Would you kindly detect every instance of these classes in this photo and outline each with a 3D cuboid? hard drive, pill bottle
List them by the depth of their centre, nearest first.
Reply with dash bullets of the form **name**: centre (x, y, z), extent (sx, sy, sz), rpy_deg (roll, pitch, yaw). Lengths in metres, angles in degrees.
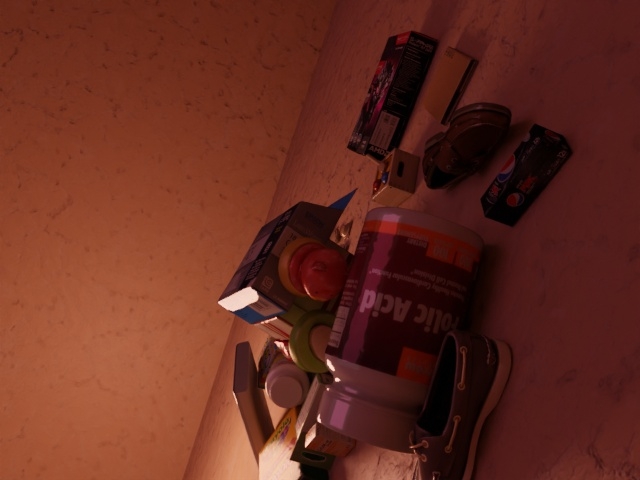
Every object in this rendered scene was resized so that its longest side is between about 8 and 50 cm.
- **pill bottle**: centre (0.136, 0.156, 1.175), extent (0.224, 0.224, 0.392), rpy_deg (170, 117, -74)
- **pill bottle**: centre (-0.084, 0.371, 1.759), extent (0.215, 0.117, 0.117), rpy_deg (-76, 6, -84)
- **hard drive**: centre (-0.191, 0.509, 1.948), extent (0.233, 0.047, 0.353), rpy_deg (-100, -2, -63)

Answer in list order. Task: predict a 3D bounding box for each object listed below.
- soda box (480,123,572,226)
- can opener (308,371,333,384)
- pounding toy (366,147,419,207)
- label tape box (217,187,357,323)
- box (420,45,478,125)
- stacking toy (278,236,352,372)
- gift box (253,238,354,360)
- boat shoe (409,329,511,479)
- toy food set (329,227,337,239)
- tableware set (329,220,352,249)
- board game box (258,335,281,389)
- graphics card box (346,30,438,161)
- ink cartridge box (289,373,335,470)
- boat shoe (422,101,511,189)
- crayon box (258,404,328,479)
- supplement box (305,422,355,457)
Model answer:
- **soda box**: centre (0.335, -0.105, 1.089), extent (0.053, 0.060, 0.169), rpy_deg (-87, 21, -50)
- **can opener**: centre (0.021, 0.340, 1.719), extent (0.076, 0.095, 0.283), rpy_deg (-58, 31, 28)
- **pounding toy**: centre (0.176, -0.173, 1.696), extent (0.130, 0.100, 0.141), rpy_deg (138, 147, -63)
- **label tape box**: centre (-0.079, 0.013, 1.489), extent (0.334, 0.106, 0.240), rpy_deg (-61, 16, -25)
- **box**: centre (0.311, -0.383, 1.619), extent (0.201, 0.021, 0.164), rpy_deg (-104, 35, -65)
- **stacking toy**: centre (0.077, 0.136, 1.337), extent (0.130, 0.309, 0.279), rpy_deg (6, 95, 59)
- **gift box**: centre (0.020, 0.176, 1.561), extent (0.258, 0.276, 0.255), rpy_deg (-60, 6, -19)
- **boat shoe**: centre (0.193, 0.297, 1.033), extent (0.116, 0.096, 0.324), rpy_deg (-141, 70, -75)
- **toy food set**: centre (0.000, 0.000, 2.272), extent (0.192, 0.038, 0.132), rpy_deg (-157, 86, -76)
- **tableware set**: centre (0.055, 0.018, 2.082), extent (0.168, 0.020, 0.141), rpy_deg (145, 140, -65)
- **board game box**: centre (-0.073, 0.307, 1.941), extent (0.142, 0.144, 0.275), rpy_deg (-99, 30, -60)
- **graphics card box**: centre (0.203, -0.418, 1.933), extent (0.233, 0.094, 0.371), rpy_deg (-128, 57, -73)
- **ink cartridge box**: centre (0.008, 0.425, 1.551), extent (0.062, 0.109, 0.209), rpy_deg (-121, 51, -72)
- **boat shoe**: centre (0.286, -0.175, 1.301), extent (0.307, 0.110, 0.104), rpy_deg (127, 156, -77)
- **crayon box**: centre (-0.077, 0.568, 1.692), extent (0.202, 0.081, 0.318), rpy_deg (-57, 18, 17)
- **supplement box**: centre (0.022, 0.451, 1.484), extent (0.036, 0.098, 0.062), rpy_deg (-87, 20, -46)
